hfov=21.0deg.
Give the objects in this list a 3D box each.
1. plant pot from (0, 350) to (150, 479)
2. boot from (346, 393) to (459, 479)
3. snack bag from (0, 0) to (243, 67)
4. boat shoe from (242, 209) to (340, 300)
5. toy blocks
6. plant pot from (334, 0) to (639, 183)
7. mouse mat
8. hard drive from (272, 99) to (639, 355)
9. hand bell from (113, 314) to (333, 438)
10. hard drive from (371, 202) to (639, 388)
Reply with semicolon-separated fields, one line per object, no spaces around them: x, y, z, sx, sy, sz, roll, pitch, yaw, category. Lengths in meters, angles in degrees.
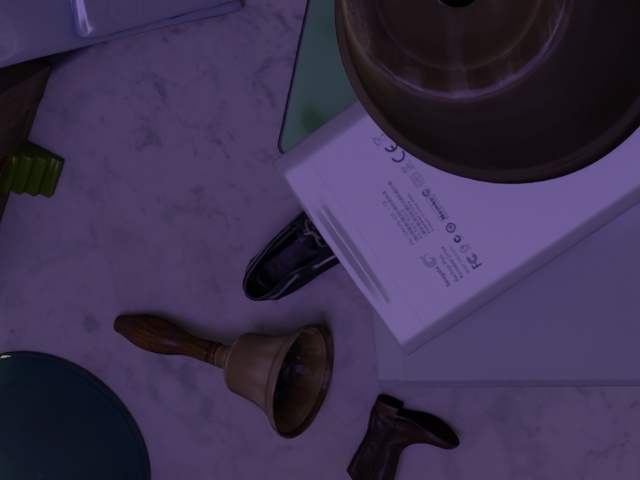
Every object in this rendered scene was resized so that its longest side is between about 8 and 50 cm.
-0.363;0.299;1.919;0.272;0.255;0.271;7;113;17;plant pot
0.087;0.236;1.860;0.106;0.037;0.114;29;114;21;boot
-0.261;-0.339;1.657;0.342;0.037;0.323;-16;107;-14;snack bag
0.000;0.000;1.783;0.206;0.065;0.075;-37;92;25;boat shoe
-0.418;-0.047;1.801;0.191;0.261;0.381;27;117;8;toy blocks
0.141;-0.205;1.475;0.323;0.280;0.323;1;94;16;plant pot
0.044;-0.157;1.726;0.152;0.007;0.189;16;106;13;mouse mat
0.162;-0.082;1.653;0.353;0.047;0.233;-35;89;15;hard drive
-0.121;0.122;1.868;0.242;0.126;0.126;14;115;27;hand bell
0.204;0.049;1.726;0.307;0.040;0.203;-1;110;12;hard drive
